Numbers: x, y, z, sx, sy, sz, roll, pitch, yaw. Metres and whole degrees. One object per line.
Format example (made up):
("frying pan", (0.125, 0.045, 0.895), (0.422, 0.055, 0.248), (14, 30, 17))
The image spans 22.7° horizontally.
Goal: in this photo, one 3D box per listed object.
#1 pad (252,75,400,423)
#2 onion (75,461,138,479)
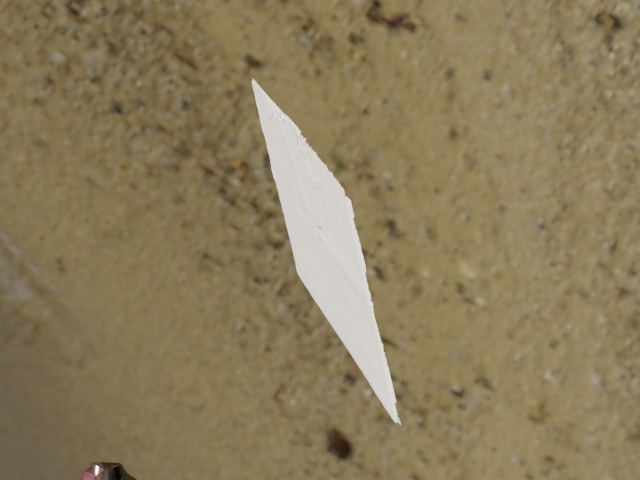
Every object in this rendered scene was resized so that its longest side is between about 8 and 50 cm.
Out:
("pad", (0.000, 0.000, 0.971), (0.232, 0.004, 0.156), (-126, 21, -63))
("onion", (-0.087, 0.140, 0.403), (0.184, 0.184, 0.147), (-37, 70, 58))
